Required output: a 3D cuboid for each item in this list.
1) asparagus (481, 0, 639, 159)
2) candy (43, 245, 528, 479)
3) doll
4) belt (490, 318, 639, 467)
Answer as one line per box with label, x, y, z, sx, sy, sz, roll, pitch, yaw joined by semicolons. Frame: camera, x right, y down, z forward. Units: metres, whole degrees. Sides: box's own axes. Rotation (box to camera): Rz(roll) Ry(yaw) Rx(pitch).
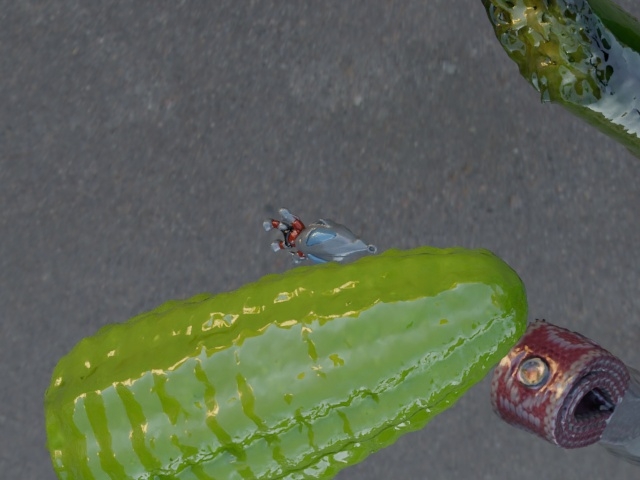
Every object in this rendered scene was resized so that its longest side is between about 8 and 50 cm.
asparagus;0.294;-0.161;1.230;0.382;0.108;0.128;27;88;-25
candy;-0.013;0.055;0.515;0.210;0.096;0.096;-22;118;19
doll;-0.001;0.000;1.167;0.114;0.039;0.057;8;99;30
belt;0.173;0.098;0.731;0.232;0.053;0.071;19;98;-50
